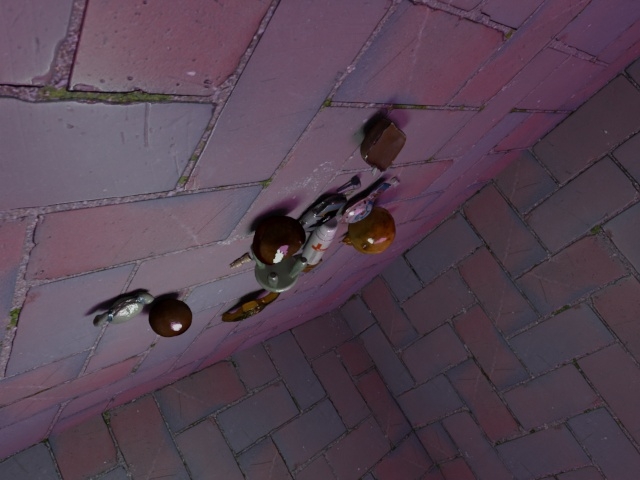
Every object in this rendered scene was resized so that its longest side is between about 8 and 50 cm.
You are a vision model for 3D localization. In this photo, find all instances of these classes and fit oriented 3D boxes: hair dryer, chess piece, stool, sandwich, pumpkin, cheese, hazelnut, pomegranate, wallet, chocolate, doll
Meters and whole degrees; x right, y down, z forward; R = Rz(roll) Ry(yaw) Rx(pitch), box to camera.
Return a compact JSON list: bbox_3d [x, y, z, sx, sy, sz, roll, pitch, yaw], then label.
[{"bbox_3d":[0.108,-0.211,1.846,0.114,0.037,0.063,-25,166,3],"label":"hair dryer"},{"bbox_3d":[-0.331,0.090,1.904,0.092,0.035,0.035,-30,164,4],"label":"chess piece"},{"bbox_3d":[-0.173,0.092,1.927,0.195,0.195,0.199,-25,158,-22],"label":"stool"},{"bbox_3d":[-0.071,0.096,2.331,0.113,0.079,0.163,-36,162,7],"label":"sandwich"},{"bbox_3d":[-0.358,0.348,2.499,0.290,0.095,0.258,-39,167,33],"label":"pumpkin"},{"bbox_3d":[0.196,-0.163,2.072,0.286,0.074,0.189,-40,164,21],"label":"cheese"},{"bbox_3d":[-0.151,-0.005,1.702,0.201,0.170,0.160,-14,160,-21],"label":"hazelnut"},{"bbox_3d":[0.246,-0.052,2.236,0.248,0.248,0.248,-30,164,-10],"label":"pomegranate"},{"bbox_3d":[-0.002,-0.101,1.897,0.231,0.069,0.170,-40,167,30],"label":"wallet"},{"bbox_3d":[0.202,-0.329,1.577,0.161,0.083,0.261,-54,160,11],"label":"chocolate"},{"bbox_3d":[-0.600,0.298,1.826,0.176,0.177,0.177,-30,164,-10],"label":"chocolate"},{"bbox_3d":[-0.680,0.239,1.608,0.214,0.072,0.103,-26,165,-32],"label":"doll"}]

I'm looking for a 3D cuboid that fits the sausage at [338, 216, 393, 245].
[{"bbox_3d":[0.249,-0.044,2.481,0.328,0.112,0.112,-25,162,-18],"label":"sausage"}]

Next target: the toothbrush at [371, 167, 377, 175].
[{"bbox_3d":[0.222,-0.307,1.801,0.022,0.017,0.204,-9,159,-10],"label":"toothbrush"}]

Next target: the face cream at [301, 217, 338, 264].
[{"bbox_3d":[0.000,0.000,2.136,0.102,0.102,0.345,-24,163,-26],"label":"face cream"}]

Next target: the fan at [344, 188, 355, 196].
[{"bbox_3d":[0.121,-0.195,1.960,0.060,0.003,0.080,-26,162,-20],"label":"fan"}]

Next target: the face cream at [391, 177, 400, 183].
[{"bbox_3d":[0.349,-0.268,2.146,0.038,0.020,0.115,-37,166,13],"label":"face cream"}]
